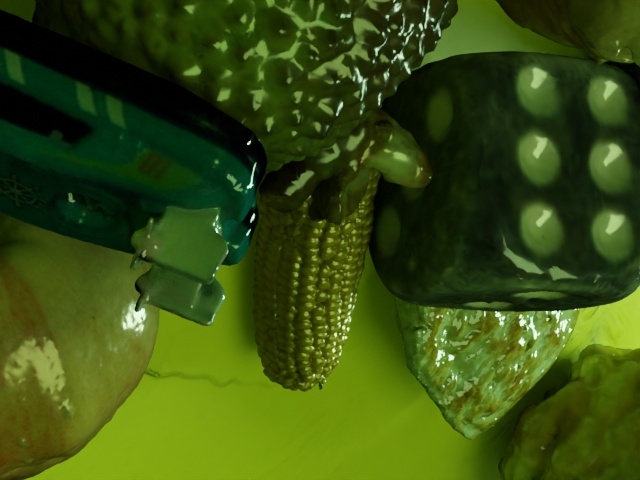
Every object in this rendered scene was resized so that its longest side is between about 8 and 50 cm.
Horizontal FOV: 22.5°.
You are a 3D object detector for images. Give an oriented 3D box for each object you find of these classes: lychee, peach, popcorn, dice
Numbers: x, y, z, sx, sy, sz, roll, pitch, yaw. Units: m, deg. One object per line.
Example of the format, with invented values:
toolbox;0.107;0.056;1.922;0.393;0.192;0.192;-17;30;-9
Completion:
lychee;-0.045;-0.158;0.979;0.270;0.270;0.320;-16;92;-35
peach;-0.203;0.069;1.026;0.232;0.232;0.232;-23;130;-30
popcorn;0.298;0.230;1.598;0.249;0.249;0.225;-44;167;-11
dice;0.147;-0.040;1.241;0.181;0.183;0.182;4;82;-25

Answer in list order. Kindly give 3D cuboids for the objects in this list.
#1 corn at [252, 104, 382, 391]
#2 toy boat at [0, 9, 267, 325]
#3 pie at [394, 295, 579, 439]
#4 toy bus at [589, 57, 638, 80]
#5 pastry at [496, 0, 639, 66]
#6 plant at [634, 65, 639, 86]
corn;-0.005;0.000;1.245;0.091;0.091;0.260;3;121;-6
toy boat;-0.183;-0.051;0.899;0.134;0.298;0.092;100;13;-60
pie;0.145;0.061;1.425;0.201;0.090;0.248;-52;139;-15
toy bus;0.347;-0.144;1.451;0.335;0.121;0.123;29;88;-47
pastry;0.146;-0.225;0.975;0.121;0.257;0.236;-32;150;-19
plant;0.367;-0.122;1.241;0.213;0.215;0.312;-14;113;-32
